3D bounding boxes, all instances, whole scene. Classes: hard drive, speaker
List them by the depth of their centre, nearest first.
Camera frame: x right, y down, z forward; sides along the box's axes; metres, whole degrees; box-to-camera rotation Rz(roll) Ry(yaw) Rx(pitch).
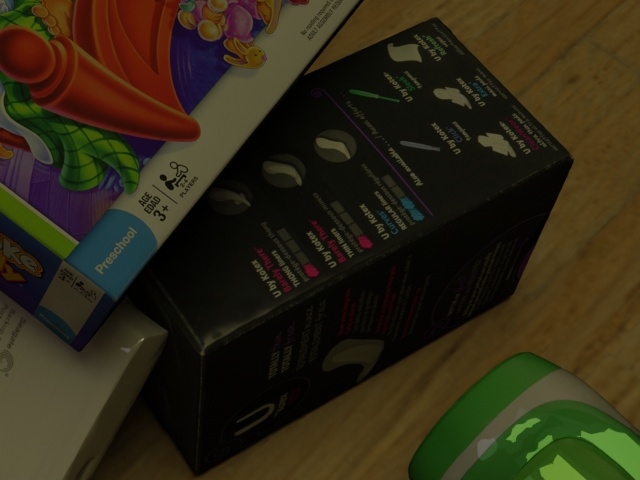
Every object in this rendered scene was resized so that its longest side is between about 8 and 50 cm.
[{"bbox_3d":[0.189,0.201,0.675,0.131,0.131,0.296,-34,65,-27],"label":"speaker"},{"bbox_3d":[-0.257,0.053,0.701,0.307,0.203,0.040,34,13,17],"label":"hard drive"}]

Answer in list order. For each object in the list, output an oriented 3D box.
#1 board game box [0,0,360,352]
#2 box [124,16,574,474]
[{"bbox_3d":[-0.115,-0.145,0.665,0.233,0.078,0.347,38,56,-5],"label":"board game box"},{"bbox_3d":[0.000,0.000,0.770,0.270,0.165,0.143,-27,62,-24],"label":"box"}]
